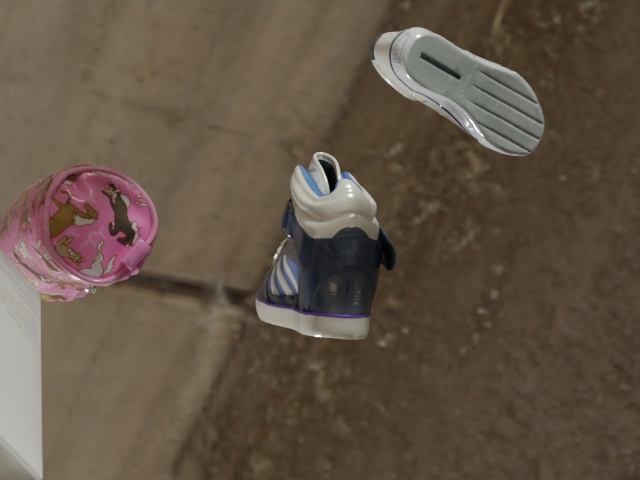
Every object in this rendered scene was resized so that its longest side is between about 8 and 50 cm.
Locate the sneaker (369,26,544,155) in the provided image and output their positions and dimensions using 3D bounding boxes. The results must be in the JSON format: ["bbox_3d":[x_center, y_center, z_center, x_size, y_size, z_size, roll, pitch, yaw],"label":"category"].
[{"bbox_3d":[0.165,-0.185,1.940,0.091,0.258,0.094,25,84,53],"label":"sneaker"}]

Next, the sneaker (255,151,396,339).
[{"bbox_3d":[0.000,0.000,2.182,0.323,0.130,0.236,-165,78,-74],"label":"sneaker"}]

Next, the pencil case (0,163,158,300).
[{"bbox_3d":[-0.341,-0.005,2.235,0.386,0.167,0.160,162,112,-70],"label":"pencil case"}]

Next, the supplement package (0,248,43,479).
[{"bbox_3d":[-0.354,0.105,1.369,0.175,0.177,0.293,-32,28,8],"label":"supplement package"}]
